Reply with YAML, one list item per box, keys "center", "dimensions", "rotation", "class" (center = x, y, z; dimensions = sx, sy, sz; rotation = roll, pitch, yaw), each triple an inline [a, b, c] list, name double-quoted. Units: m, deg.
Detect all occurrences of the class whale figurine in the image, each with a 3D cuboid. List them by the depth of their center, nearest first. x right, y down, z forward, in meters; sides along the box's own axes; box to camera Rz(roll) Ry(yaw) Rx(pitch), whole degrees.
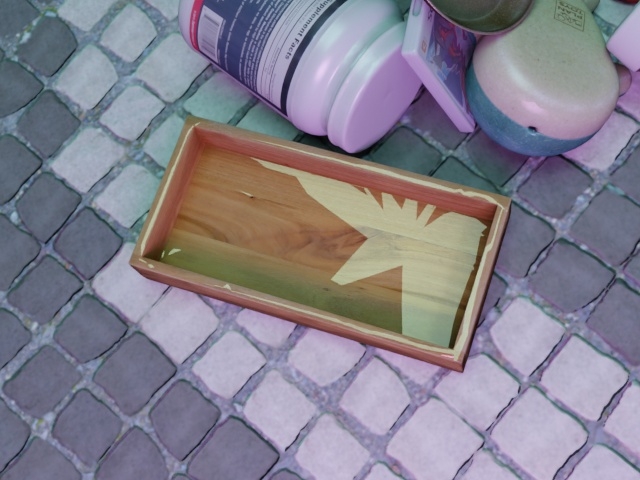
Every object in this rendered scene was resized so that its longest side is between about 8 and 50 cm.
- center: [0.265, -0.216, 1.211]
  dimensions: [0.216, 0.141, 0.272]
  rotation: [21, 53, -6]
  class: "whale figurine"

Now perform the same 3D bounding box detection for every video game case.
- center: [0.158, -0.253, 1.192]
  dimensions: [0.023, 0.201, 0.183]
  rotation: [3, 72, 29]
  class: "video game case"

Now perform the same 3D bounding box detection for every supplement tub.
- center: [-0.020, -0.250, 1.224]
  dimensions: [0.272, 0.191, 0.191]
  rotation: [38, 82, 18]
  class: "supplement tub"

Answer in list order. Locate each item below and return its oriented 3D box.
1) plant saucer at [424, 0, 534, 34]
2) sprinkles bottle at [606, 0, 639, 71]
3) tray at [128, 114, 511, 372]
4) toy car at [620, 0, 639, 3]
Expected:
- center: [0.158, -0.319, 1.112]
  dimensions: [0.199, 0.036, 0.198]
  rotation: [5, 80, -31]
  class: "plant saucer"
- center: [0.488, -0.148, 1.106]
  dimensions: [0.355, 0.121, 0.121]
  rotation: [42, 83, 6]
  class: "sprinkles bottle"
- center: [0.000, 0.000, 1.202]
  dimensions: [0.411, 0.076, 0.202]
  rotation: [16, 75, 13]
  class: "tray"
- center: [0.414, -0.446, 1.288]
  dimensions: [0.239, 0.053, 0.225]
  rotation: [-36, 70, -3]
  class: "toy car"
